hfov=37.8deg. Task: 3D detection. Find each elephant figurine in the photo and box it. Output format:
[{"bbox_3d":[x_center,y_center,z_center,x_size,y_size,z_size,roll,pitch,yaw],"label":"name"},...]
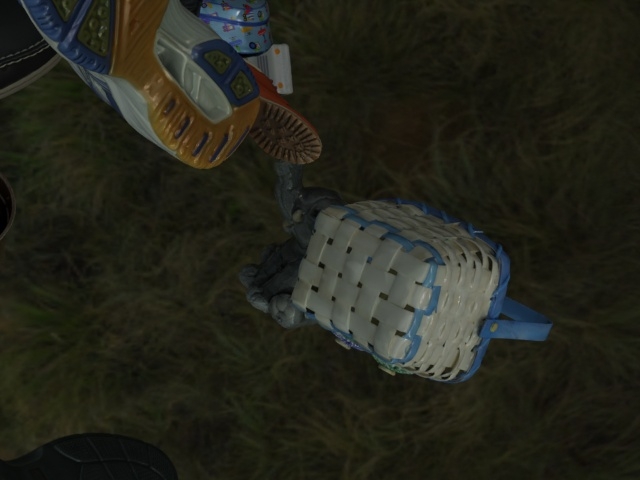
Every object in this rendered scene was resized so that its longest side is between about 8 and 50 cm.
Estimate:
[{"bbox_3d":[0.000,0.000,1.327,0.169,0.186,0.239,39,115,20],"label":"elephant figurine"}]

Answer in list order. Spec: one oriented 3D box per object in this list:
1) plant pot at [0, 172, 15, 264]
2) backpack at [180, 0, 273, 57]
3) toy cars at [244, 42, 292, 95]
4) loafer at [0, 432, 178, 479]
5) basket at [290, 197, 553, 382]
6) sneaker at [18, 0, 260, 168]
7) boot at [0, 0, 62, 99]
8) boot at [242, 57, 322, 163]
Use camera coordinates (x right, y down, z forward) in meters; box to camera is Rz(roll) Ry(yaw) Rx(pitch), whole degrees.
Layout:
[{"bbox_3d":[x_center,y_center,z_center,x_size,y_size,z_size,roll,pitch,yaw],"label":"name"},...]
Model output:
[{"bbox_3d":[-0.547,-0.015,1.413,0.167,0.167,0.165,65,154,19],"label":"plant pot"},{"bbox_3d":[-0.148,-0.318,1.303,0.173,0.158,0.117,11,112,2],"label":"backpack"},{"bbox_3d":[-0.192,-0.326,1.579,0.393,0.087,0.176,47,127,35],"label":"toy cars"},{"bbox_3d":[-0.253,0.242,0.864,0.084,0.267,0.096,-47,61,26],"label":"loafer"},{"bbox_3d":[0.121,0.057,1.164,0.255,0.289,0.201,28,108,40],"label":"basket"},{"bbox_3d":[-0.154,-0.160,0.626,0.131,0.296,0.112,30,71,33],"label":"sneaker"},{"bbox_3d":[-0.442,-0.241,0.942,0.284,0.377,0.138,131,126,-68],"label":"boot"},{"bbox_3d":[-0.058,-0.150,1.043,0.158,0.084,0.059,35,126,-1],"label":"boot"}]
